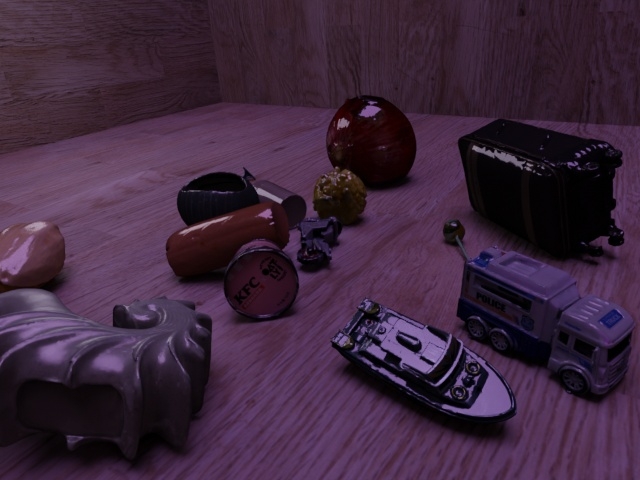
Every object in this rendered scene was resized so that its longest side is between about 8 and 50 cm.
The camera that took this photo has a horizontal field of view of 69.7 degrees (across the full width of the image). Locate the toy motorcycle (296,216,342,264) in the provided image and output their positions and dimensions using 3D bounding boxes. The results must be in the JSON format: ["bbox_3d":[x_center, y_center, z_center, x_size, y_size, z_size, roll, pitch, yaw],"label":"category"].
[{"bbox_3d":[0.000,0.000,1.181,0.122,0.080,0.215,-5,31,1],"label":"toy motorcycle"}]

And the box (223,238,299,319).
[{"bbox_3d":[-0.126,0.072,0.972,0.150,0.151,0.135,-7,16,-7],"label":"box"}]

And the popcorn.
[{"bbox_3d":[0.050,-0.127,1.351,0.173,0.174,0.142,-4,42,-1],"label":"popcorn"}]

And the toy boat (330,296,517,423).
[{"bbox_3d":[0.158,0.188,0.715,0.295,0.122,0.114,22,60,37],"label":"toy boat"}]

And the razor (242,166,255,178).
[{"bbox_3d":[-0.320,-0.213,1.716,0.066,0.033,0.190,44,39,0],"label":"razor"}]

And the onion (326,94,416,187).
[{"bbox_3d":[0.171,-0.363,1.662,0.340,0.342,0.341,-3,26,1],"label":"onion"}]

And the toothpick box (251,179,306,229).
[{"bbox_3d":[-0.136,-0.110,1.381,0.111,0.111,0.180,-21,32,-32],"label":"toothpick box"}]

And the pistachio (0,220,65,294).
[{"bbox_3d":[-0.697,0.045,1.081,0.157,0.158,0.230,-3,35,2],"label":"pistachio"}]

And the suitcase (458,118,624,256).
[{"bbox_3d":[0.538,-0.141,1.180,0.194,0.283,0.434,-27,31,-7],"label":"suitcase"}]

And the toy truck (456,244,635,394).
[{"bbox_3d":[0.376,0.123,0.780,0.124,0.156,0.267,-21,31,-31],"label":"toy truck"}]

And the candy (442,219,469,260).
[{"bbox_3d":[0.351,0.016,1.138,0.061,0.061,0.203,-4,34,0],"label":"candy"}]

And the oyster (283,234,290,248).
[{"bbox_3d":[-0.153,0.027,1.156,0.177,0.056,0.105,-38,35,-22],"label":"oyster"}]

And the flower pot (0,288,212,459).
[{"bbox_3d":[-0.356,0.183,0.695,0.366,0.165,0.254,8,20,-9],"label":"flower pot"}]

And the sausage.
[{"bbox_3d":[-0.227,0.000,1.091,0.303,0.121,0.121,-17,24,11],"label":"sausage"}]

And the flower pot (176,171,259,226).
[{"bbox_3d":[-0.292,-0.102,1.319,0.242,0.157,0.189,2,33,21],"label":"flower pot"}]
